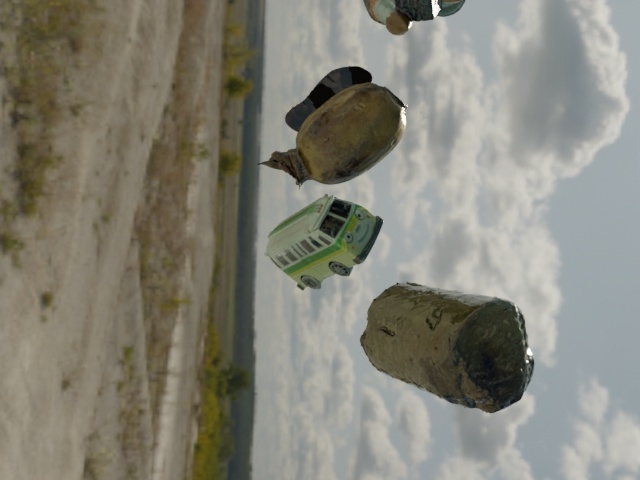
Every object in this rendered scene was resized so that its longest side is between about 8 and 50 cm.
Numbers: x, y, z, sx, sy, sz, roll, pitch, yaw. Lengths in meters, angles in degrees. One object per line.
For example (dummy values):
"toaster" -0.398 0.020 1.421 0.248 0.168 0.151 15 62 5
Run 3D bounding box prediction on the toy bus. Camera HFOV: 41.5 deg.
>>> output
"toy bus" 0.000 0.000 1.908 0.276 0.164 0.134 -30 -152 55

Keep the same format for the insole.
"insole" 0.017 -0.284 1.674 0.253 0.086 0.005 -43 164 -36

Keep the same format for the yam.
"yam" 0.222 0.176 1.452 0.300 0.195 0.195 9 -82 62

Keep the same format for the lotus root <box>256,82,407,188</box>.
"lotus root" 0.028 -0.172 1.492 0.154 0.278 0.154 57 2 -3

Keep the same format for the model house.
"model house" 0.230 -0.519 1.746 0.291 0.253 0.185 -111 -172 -56
